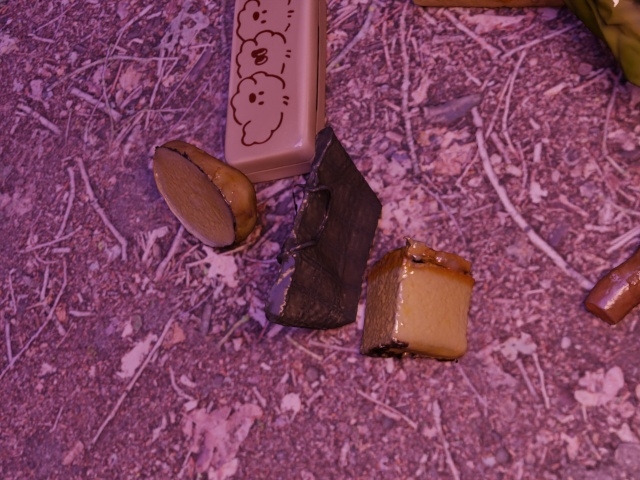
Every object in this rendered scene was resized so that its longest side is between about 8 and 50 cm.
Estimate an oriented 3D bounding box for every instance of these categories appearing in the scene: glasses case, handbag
[{"bbox_3d":[-0.068,-0.260,1.390,0.144,0.076,0.336,-10,63,21],"label":"glasses case"},{"bbox_3d":[0.000,0.000,1.177,0.088,0.175,0.270,7,72,26],"label":"handbag"}]

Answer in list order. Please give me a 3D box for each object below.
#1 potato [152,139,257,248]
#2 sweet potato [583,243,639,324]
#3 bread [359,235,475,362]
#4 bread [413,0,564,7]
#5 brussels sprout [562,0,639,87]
[{"bbox_3d":[-0.166,-0.081,1.327,0.200,0.164,0.081,34,52,28],"label":"potato"},{"bbox_3d":[0.425,-0.018,1.055,0.067,0.059,0.281,37,87,24],"label":"sweet potato"},{"bbox_3d":[0.116,0.083,1.153,0.152,0.127,0.147,-19,56,56],"label":"bread"},{"bbox_3d":[0.267,-0.441,1.297,0.274,0.114,0.185,8,70,30],"label":"bread"},{"bbox_3d":[0.436,-0.395,1.008,0.342,0.425,0.361,-30,54,-21],"label":"brussels sprout"}]
